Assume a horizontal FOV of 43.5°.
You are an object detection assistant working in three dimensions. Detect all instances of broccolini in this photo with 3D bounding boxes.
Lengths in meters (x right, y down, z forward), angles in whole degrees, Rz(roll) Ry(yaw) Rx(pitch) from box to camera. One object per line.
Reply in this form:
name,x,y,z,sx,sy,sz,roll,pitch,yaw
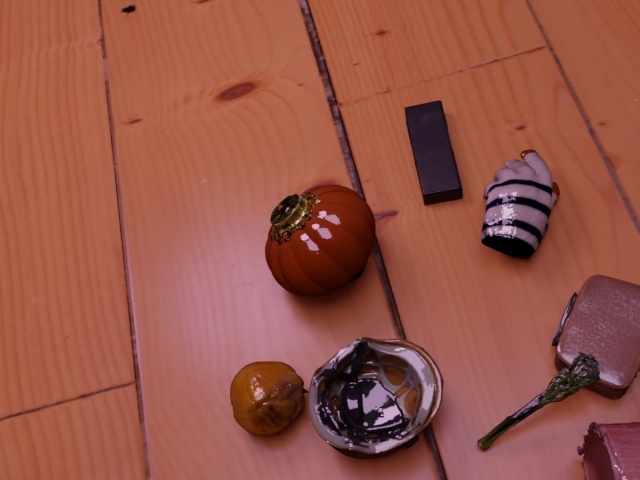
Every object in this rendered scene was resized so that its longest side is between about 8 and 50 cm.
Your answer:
broccolini,0.355,0.269,1.306,0.239,0.054,0.051,-41,28,11

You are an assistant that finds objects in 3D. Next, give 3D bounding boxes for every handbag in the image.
handbag,0.485,0.157,1.367,0.151,0.072,0.193,24,70,22

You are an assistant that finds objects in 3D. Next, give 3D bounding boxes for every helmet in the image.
helmet,0.089,0.273,1.344,0.224,0.130,0.198,-22,63,-14

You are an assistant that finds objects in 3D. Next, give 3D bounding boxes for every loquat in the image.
loquat,-0.091,0.272,1.395,0.137,0.113,0.137,-8,35,5

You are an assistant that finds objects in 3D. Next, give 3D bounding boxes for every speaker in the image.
speaker,0.228,-0.179,1.616,0.082,0.044,0.218,-11,60,4

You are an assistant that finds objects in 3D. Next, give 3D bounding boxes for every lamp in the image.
lamp,0.000,0.000,1.474,0.223,0.196,0.223,-36,30,24

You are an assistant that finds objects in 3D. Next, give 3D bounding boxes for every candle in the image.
candle,0.459,0.395,1.156,0.132,0.287,0.316,-5,103,5

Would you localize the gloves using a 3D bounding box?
gloves,0.371,-0.082,1.491,0.140,0.131,0.218,13,74,14
